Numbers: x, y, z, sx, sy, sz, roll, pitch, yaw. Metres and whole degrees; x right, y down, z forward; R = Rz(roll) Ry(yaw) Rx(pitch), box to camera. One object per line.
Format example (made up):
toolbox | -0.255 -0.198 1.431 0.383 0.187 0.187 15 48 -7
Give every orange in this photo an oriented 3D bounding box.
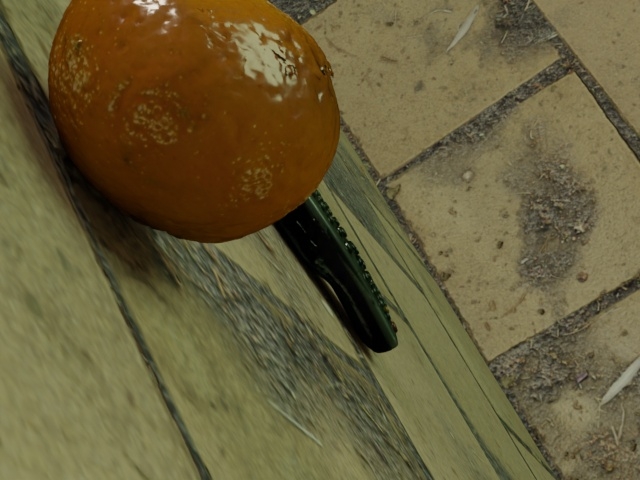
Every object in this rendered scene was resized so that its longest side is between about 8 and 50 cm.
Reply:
orange | -0.057 -0.059 0.566 0.135 0.118 0.135 15 3 -1

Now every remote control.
remote control | 0.000 0.000 1.043 0.222 0.042 0.072 56 6 -19
